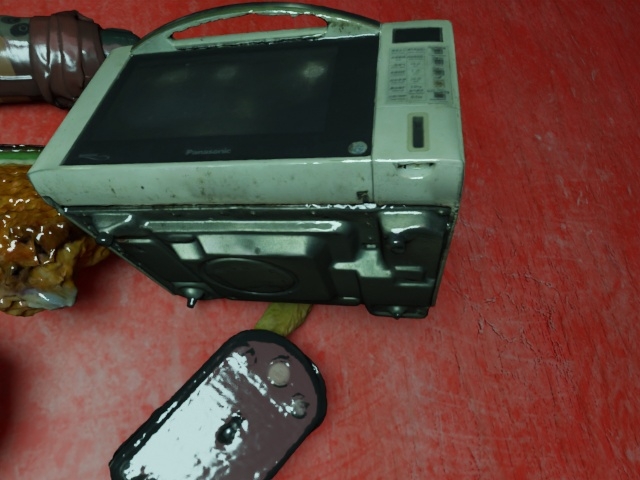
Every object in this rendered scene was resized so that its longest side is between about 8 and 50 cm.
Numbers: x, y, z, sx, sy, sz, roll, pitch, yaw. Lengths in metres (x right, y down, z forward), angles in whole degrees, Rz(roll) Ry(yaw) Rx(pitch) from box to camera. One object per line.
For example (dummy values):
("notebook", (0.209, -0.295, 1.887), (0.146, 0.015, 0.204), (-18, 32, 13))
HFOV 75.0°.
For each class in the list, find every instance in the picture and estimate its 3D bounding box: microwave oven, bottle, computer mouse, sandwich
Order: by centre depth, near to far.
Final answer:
("microwave oven", (-0.049, -0.061, 0.510), (0.394, 0.333, 0.247), (1, 62, 11))
("sandwich", (-0.376, -0.005, 0.532), (0.250, 0.162, 0.301), (-14, 41, -36))
("computer mouse", (-0.120, 0.246, 0.542), (0.170, 0.100, 0.269), (43, 67, 9))
("bottle", (-0.416, -0.285, 0.655), (0.271, 0.143, 0.156), (-10, 96, -20))

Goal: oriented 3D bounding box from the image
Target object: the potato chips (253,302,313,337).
("potato chips", (0.000, 0.000, 0.708), (0.057, 0.080, 0.407), (8, 59, 27))
